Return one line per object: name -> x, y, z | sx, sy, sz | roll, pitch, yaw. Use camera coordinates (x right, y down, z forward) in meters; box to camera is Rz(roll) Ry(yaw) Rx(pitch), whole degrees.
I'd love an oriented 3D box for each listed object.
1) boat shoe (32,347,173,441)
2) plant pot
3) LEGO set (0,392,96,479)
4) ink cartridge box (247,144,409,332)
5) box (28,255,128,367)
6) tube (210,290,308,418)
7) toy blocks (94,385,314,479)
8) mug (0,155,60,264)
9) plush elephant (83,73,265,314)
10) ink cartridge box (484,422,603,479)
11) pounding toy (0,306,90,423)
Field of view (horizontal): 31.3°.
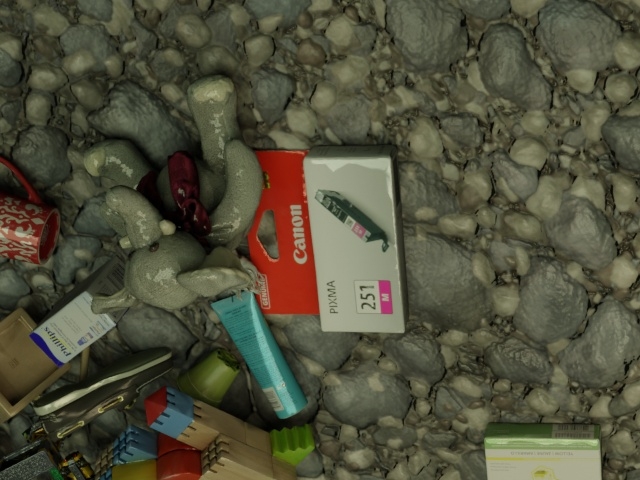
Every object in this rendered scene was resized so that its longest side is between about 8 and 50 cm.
boat shoe -> -0.330, 0.238, 1.783 | 0.228, 0.081, 0.068 | -23, 103, -17
plant pot -> -0.168, 0.212, 1.783 | 0.083, 0.083, 0.079 | 40, 105, -5
LEGO set -> -0.508, 0.422, 1.914 | 0.331, 0.192, 0.255 | -34, 108, 7
ink cartridge box -> 0.000, 0.000, 1.653 | 0.239, 0.060, 0.275 | -1, 113, 13
box -> -0.358, 0.109, 1.755 | 0.137, 0.126, 0.072 | -35, 102, 25
tube -> -0.090, 0.175, 1.760 | 0.080, 0.052, 0.207 | -24, 101, 24
toy blocks -> -0.227, 0.383, 1.750 | 0.261, 0.190, 0.381 | 29, 118, -27
mug -> -0.490, -0.042, 1.734 | 0.169, 0.113, 0.150 | 15, 118, 4
plush elephant -> -0.208, -0.017, 1.578 | 0.272, 0.255, 0.330 | -19, 105, 25
ink cartridge box -> 0.344, 0.390, 1.736 | 0.171, 0.056, 0.235 | -2, 110, 15
pounding toy -> -0.453, 0.215, 1.833 | 0.206, 0.181, 0.094 | 51, 148, -6
